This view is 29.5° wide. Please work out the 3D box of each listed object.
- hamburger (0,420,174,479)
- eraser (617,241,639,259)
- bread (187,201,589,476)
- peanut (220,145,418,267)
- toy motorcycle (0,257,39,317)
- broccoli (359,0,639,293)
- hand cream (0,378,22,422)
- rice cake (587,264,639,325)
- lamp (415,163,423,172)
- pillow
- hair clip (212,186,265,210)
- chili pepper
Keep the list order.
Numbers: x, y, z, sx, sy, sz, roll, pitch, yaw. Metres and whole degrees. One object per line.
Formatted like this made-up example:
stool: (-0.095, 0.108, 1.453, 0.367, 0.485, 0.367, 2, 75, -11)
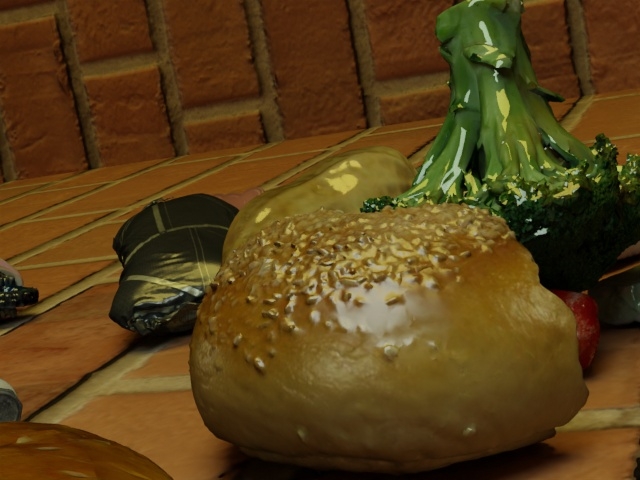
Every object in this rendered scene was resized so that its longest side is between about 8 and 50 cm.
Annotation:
hamburger: (-0.185, 0.173, 0.452, 0.314, 0.170, 0.290, -16, 5, -23)
eraser: (0.280, -0.014, 1.285, 0.204, 0.059, 0.243, -5, 7, 28)
bread: (0.005, 0.065, 0.834, 0.192, 0.171, 0.314, -12, 9, -30)
peanut: (0.000, 0.000, 1.229, 0.147, 0.147, 0.305, -1, 21, 42)
toy motorcycle: (-0.477, 0.060, 1.539, 0.239, 0.108, 0.204, 13, 11, -11)
broccoli: (0.151, -0.068, 0.997, 0.254, 0.269, 0.269, -11, 10, -13)
hand cream: (-0.331, 0.139, 1.094, 0.088, 0.055, 0.256, -26, 15, -32)
rice cake: (0.327, 0.028, 1.065, 0.222, 0.042, 0.080, -20, 17, -41)
lamp: (0.169, -0.046, 1.415, 0.215, 0.121, 0.121, -13, 9, -43)
pillow: (-0.157, 0.021, 1.366, 0.162, 0.092, 0.335, -8, 22, -5)
hair clip: (-0.133, -0.002, 1.521, 0.138, 0.102, 0.123, -20, 13, -41)
chili pepper: (0.152, 0.074, 0.927, 0.123, 0.070, 0.073, -10, -7, 14)
